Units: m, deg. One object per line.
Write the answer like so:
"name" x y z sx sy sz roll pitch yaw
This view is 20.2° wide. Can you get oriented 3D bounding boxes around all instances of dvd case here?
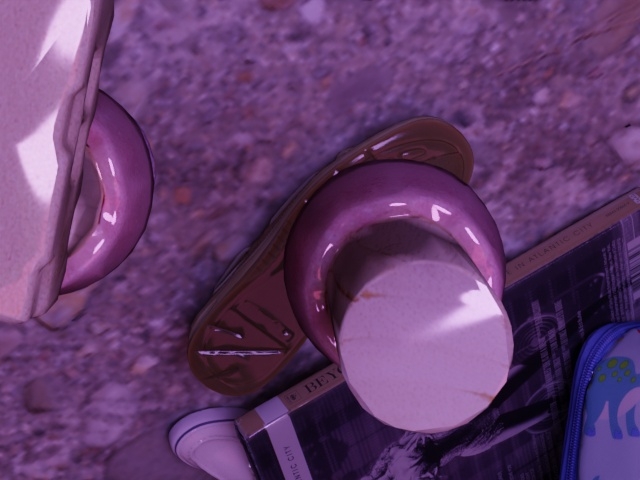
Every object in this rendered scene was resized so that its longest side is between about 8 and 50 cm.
"dvd case" 0.074 0.085 0.868 0.221 0.018 0.165 -30 137 -12

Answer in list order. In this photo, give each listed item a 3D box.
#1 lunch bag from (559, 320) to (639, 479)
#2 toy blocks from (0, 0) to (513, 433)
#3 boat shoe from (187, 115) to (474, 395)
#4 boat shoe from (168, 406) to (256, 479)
"lunch bag" 0.213 0.123 0.884 0.219 0.090 0.176 3 92 -40
"toy blocks" -0.077 -0.124 0.522 0.308 0.260 0.289 10 98 -3
"boat shoe" 0.001 0.002 0.771 0.056 0.048 0.153 39 102 -18
"boat shoe" -0.027 0.108 0.855 0.100 0.035 0.035 24 117 -39
